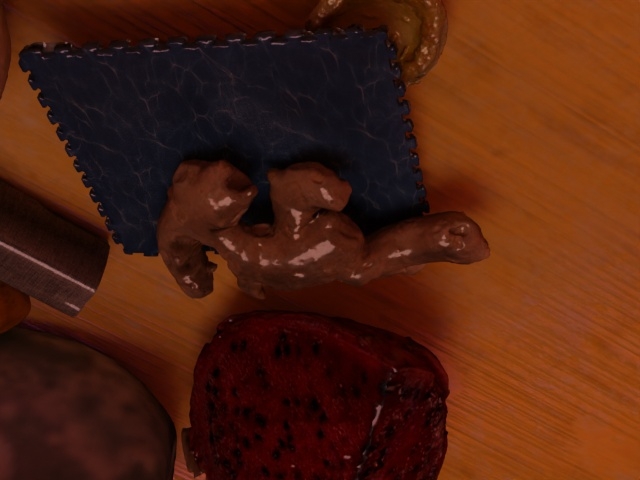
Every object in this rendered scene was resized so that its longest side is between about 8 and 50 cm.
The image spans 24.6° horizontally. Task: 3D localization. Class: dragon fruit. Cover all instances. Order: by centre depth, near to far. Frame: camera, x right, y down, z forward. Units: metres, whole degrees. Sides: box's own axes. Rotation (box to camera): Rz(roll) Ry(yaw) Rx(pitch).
[{"bbox_3d":[0.000,0.157,1.262,0.205,0.152,0.316,38,126,30],"label":"dragon fruit"}]

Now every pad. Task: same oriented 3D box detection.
[{"bbox_3d":[-0.059,-0.064,1.091,0.269,0.012,0.269,-3,146,12],"label":"pad"}]

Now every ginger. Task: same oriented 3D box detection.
[{"bbox_3d":[-0.005,-0.009,1.103,0.259,0.065,0.149,0,145,13],"label":"ginger"}]

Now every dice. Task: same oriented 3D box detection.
[{"bbox_3d":[-0.314,0.294,1.287,0.331,0.328,0.348,11,130,-1],"label":"dice"}]

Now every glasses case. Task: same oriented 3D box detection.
[{"bbox_3d":[-0.268,-0.018,1.164,0.205,0.070,0.047,29,128,-19],"label":"glasses case"}]

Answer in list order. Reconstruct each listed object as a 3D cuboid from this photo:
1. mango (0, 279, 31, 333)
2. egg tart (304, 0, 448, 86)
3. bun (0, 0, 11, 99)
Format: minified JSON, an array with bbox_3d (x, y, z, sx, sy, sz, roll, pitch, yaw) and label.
[{"bbox_3d":[-0.343,0.026,1.199,0.217,0.102,0.141,14,129,-8],"label":"mango"},{"bbox_3d":[0.040,-0.150,1.007,0.105,0.039,0.105,5,135,5],"label":"egg tart"},{"bbox_3d":[-0.388,-0.138,0.963,0.361,0.213,0.361,6,136,6],"label":"bun"}]
